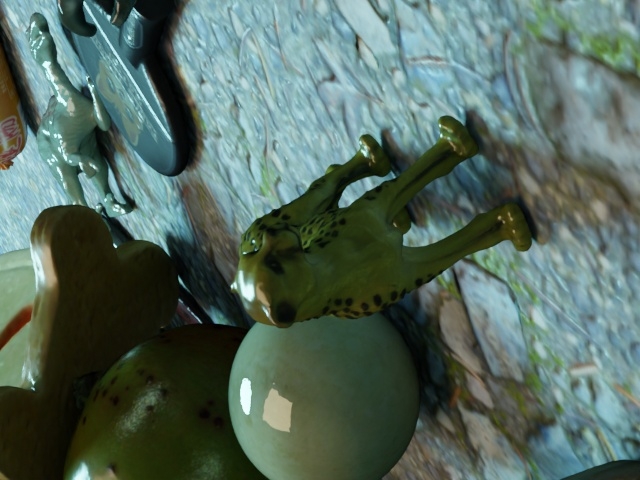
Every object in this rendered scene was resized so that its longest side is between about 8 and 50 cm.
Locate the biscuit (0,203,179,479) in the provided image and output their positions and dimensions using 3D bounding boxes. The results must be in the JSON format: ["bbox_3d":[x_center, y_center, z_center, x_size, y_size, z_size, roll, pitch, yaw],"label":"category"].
[{"bbox_3d":[-0.201,0.143,1.114,0.047,0.340,0.216,1,163,27],"label":"biscuit"}]

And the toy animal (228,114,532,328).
[{"bbox_3d":[0.000,0.000,0.705,0.073,0.136,0.181,64,160,-14],"label":"toy animal"}]

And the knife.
[{"bbox_3d":[-0.140,0.035,1.273,0.247,0.018,0.035,40,150,37],"label":"knife"}]

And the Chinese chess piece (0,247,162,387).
[{"bbox_3d":[-0.290,0.166,1.351,0.338,0.338,0.140,34,168,49],"label":"Chinese chess piece"}]

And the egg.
[{"bbox_3d":[0.002,0.094,0.866,0.114,0.114,0.152,48,159,28],"label":"egg"}]

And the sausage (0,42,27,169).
[{"bbox_3d":[-0.321,-0.152,1.350,0.071,0.071,0.234,42,155,39],"label":"sausage"}]

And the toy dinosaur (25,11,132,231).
[{"bbox_3d":[-0.211,-0.078,1.222,0.167,0.053,0.242,60,161,2],"label":"toy dinosaur"}]

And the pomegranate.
[{"bbox_3d":[-0.076,0.168,1.048,0.246,0.198,0.198,37,150,47],"label":"pomegranate"}]

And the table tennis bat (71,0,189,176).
[{"bbox_3d":[-0.128,-0.123,1.005,0.150,0.027,0.236,57,163,5],"label":"table tennis bat"}]

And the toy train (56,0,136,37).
[{"bbox_3d":[-0.164,-0.292,0.649,0.249,0.178,0.429,54,163,48],"label":"toy train"}]

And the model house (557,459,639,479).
[{"bbox_3d":[0.109,0.246,0.733,0.229,0.199,0.219,59,173,11],"label":"model house"}]
